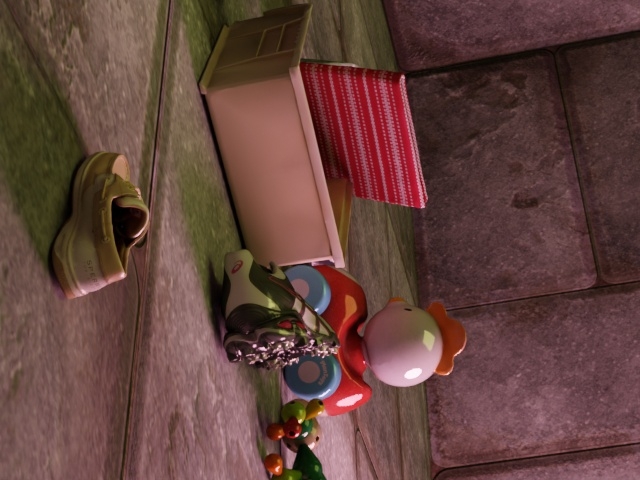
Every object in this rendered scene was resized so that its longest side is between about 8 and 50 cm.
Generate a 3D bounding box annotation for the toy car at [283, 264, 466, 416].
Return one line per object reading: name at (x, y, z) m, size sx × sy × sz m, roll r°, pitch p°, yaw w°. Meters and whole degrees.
toy car at (0.081, 0.126, 1.827) m, size 0.219 × 0.237 × 0.210 m, roll 47°, pitch 35°, yaw -74°

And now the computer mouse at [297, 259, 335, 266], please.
computer mouse at (0.000, 0.000, 2.015) m, size 0.262 × 0.060 × 0.184 m, roll 70°, pitch 13°, yaw -47°

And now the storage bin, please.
storage bin at (-0.046, -0.132, 1.672) m, size 0.260 × 0.123 × 0.262 m, roll -81°, pitch 159°, yaw -62°

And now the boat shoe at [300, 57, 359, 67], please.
boat shoe at (-0.011, -0.244, 2.130) m, size 0.302 × 0.109 × 0.094 m, roll -25°, pitch 121°, yaw -71°

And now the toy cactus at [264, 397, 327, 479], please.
toy cactus at (-0.011, 0.258, 1.622) m, size 0.180 × 0.112 × 0.219 m, roll -103°, pitch 169°, yaw -56°

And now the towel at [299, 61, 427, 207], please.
towel at (0.024, -0.151, 1.808) m, size 0.031 × 0.274 × 0.199 m, roll -36°, pitch 125°, yaw -37°

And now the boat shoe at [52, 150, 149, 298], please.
boat shoe at (-0.163, -0.016, 1.040) m, size 0.170 × 0.059 × 0.063 m, roll -87°, pitch 164°, yaw -53°

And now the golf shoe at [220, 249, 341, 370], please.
golf shoe at (-0.046, 0.084, 1.537) m, size 0.273 × 0.105 × 0.120 m, roll 45°, pitch 29°, yaw -75°
